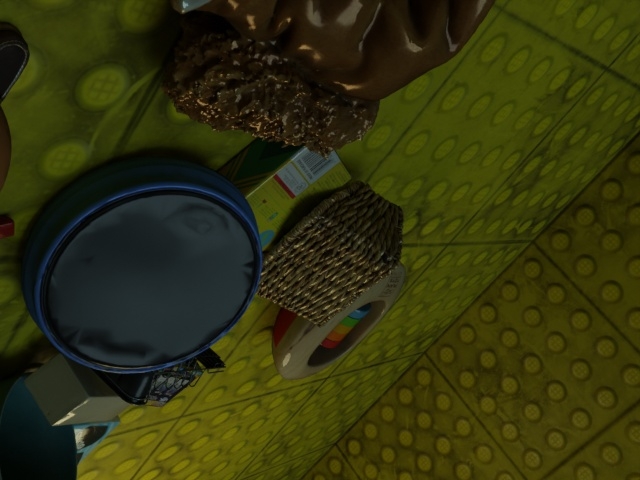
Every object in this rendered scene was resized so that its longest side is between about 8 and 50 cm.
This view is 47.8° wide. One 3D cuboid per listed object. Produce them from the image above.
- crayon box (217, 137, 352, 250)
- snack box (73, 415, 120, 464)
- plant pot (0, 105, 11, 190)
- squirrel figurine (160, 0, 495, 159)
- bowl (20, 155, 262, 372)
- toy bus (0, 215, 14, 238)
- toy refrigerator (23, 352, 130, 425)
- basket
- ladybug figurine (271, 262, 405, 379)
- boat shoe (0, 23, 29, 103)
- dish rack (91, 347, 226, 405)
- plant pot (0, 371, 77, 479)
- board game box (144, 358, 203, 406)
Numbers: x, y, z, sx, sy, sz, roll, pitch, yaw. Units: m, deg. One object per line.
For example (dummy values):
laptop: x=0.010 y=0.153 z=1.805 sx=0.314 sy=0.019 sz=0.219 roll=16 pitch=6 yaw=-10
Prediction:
crayon box: x=-0.109 y=-0.078 z=1.322 sx=0.318 sy=0.081 sz=0.202 roll=-39 pitch=155 yaw=1
snack box: x=-0.622 y=0.491 z=1.623 sx=0.322 sy=0.060 sz=0.187 roll=-45 pitch=154 yaw=15
plant pot: x=-0.428 y=-0.104 z=0.667 sx=0.291 sy=0.291 sz=0.203 roll=-36 pitch=171 yaw=-4
squirrel figurine: x=-0.053 y=-0.270 z=0.871 sx=0.370 sy=0.281 sz=0.397 roll=-4 pitch=137 yaw=-40
bowl: x=-0.274 y=0.055 z=1.172 sx=0.391 sy=0.077 sz=0.391 roll=-16 pitch=129 yaw=-21
toy bus: x=-0.511 y=0.058 z=0.996 sx=0.191 sy=0.104 sz=0.202 roll=-47 pitch=153 yaw=19
toy refrigerator: x=-0.453 y=0.289 z=1.398 sx=0.094 sy=0.102 sz=0.269 roll=-38 pitch=168 yaw=-2
basket: x=0.000 y=0.000 z=1.495 sx=0.223 sy=0.213 sz=0.299 roll=28 pitch=135 yaw=-20
ladybug figurine: x=0.031 y=0.168 z=1.820 sx=0.449 sy=0.162 sz=0.305 roll=-49 pitch=152 yaw=23
boat shoe: x=-0.405 y=-0.153 z=0.823 sx=0.207 sy=0.073 sz=0.073 roll=-43 pitch=153 yaw=8
dish rack: x=-0.324 y=0.221 z=1.412 sx=0.271 sy=0.208 sz=0.074 roll=10 pitch=112 yaw=-59
plant pot: x=-0.595 y=0.399 z=1.305 sx=0.196 sy=0.290 sz=0.290 roll=-11 pitch=153 yaw=3
board game box: x=-0.374 y=0.324 z=1.686 sx=0.141 sy=0.048 sz=0.170 roll=-38 pitch=155 yaw=5
